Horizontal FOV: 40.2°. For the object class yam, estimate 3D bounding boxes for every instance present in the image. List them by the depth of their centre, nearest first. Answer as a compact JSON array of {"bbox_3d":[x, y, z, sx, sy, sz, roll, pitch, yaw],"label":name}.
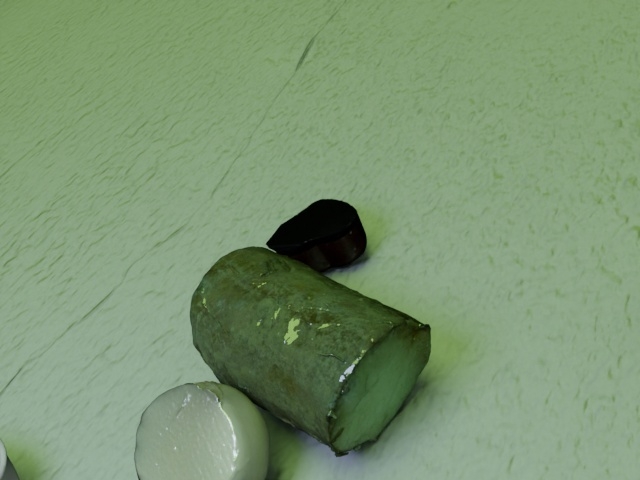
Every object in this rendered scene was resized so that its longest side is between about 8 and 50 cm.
[{"bbox_3d":[-0.024,0.135,1.123,0.300,0.195,0.195,23,57,39],"label":"yam"}]

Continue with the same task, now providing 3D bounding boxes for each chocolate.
[{"bbox_3d":[0.000,0.000,1.349,0.149,0.080,0.125,-21,27,12],"label":"chocolate"}]

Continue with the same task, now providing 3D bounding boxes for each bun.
[{"bbox_3d":[-0.135,0.260,1.076,0.173,0.120,0.172,-7,75,27],"label":"bun"}]

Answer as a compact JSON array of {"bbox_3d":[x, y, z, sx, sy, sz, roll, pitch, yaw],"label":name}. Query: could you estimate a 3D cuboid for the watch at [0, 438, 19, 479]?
[{"bbox_3d":[-0.490,0.348,1.094,0.218,0.210,0.248,-18,30,-10],"label":"watch"}]
